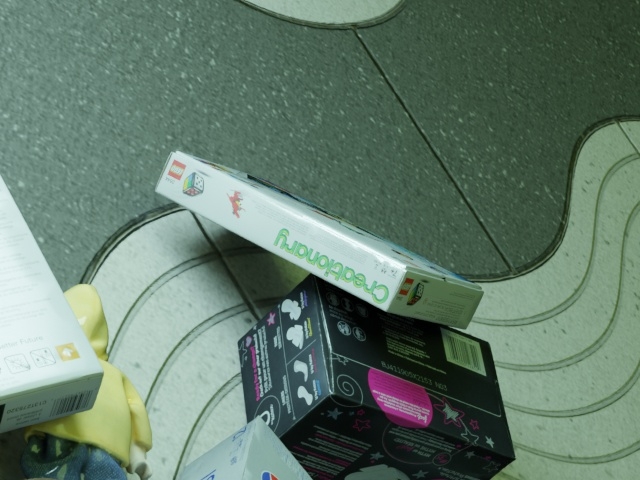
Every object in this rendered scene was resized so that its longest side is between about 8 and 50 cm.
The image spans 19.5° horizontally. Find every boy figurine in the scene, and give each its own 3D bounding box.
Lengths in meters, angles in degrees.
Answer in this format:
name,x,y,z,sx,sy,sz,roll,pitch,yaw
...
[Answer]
name,x,y,z,sx,sy,sz,roll,pitch,yaw
boy figurine,-0.230,0.159,1.668,0.177,0.092,0.285,20,42,-34

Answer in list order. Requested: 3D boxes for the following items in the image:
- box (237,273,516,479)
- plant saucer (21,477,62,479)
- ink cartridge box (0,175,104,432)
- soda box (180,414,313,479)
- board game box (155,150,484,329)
name,x,y,z,sx,sy,sz,roll,pitch,yaw
box,0.055,0.165,1.929,0.247,0.142,0.163,23,40,-32
plant saucer,-0.221,0.293,1.512,0.198,0.036,0.199,4,82,-35
ink cartridge box,-0.346,0.011,1.638,0.175,0.069,0.371,-13,57,-30
soda box,-0.079,0.272,1.643,0.091,0.098,0.286,50,16,-14
board game box,0.000,0.000,1.933,0.305,0.053,0.193,27,5,29
